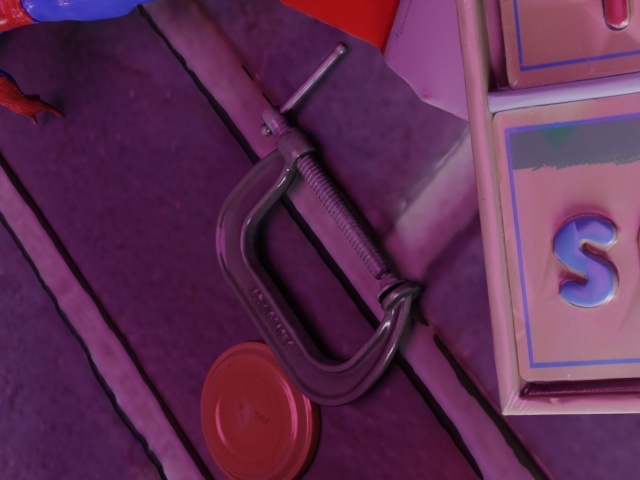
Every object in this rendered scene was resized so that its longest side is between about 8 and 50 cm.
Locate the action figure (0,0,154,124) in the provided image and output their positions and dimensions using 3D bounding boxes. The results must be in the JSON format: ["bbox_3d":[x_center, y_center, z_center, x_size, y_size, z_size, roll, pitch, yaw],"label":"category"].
[{"bbox_3d":[-0.126,-0.140,1.007,0.280,0.139,0.091,-12,79,21],"label":"action figure"}]

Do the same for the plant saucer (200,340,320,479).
[{"bbox_3d":[-0.036,0.097,0.984,0.083,0.013,0.083,3,95,39],"label":"plant saucer"}]

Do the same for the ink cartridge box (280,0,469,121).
[{"bbox_3d":[0.070,-0.164,0.857,0.232,0.066,0.189,27,109,31],"label":"ink cartridge box"}]

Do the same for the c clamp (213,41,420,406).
[{"bbox_3d":[0.000,0.000,0.940,0.137,0.022,0.160,-41,67,30],"label":"c clamp"}]

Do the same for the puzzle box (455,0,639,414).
[{"bbox_3d":[0.242,-0.072,0.678,0.409,0.052,0.272,-6,92,33],"label":"puzzle box"}]
